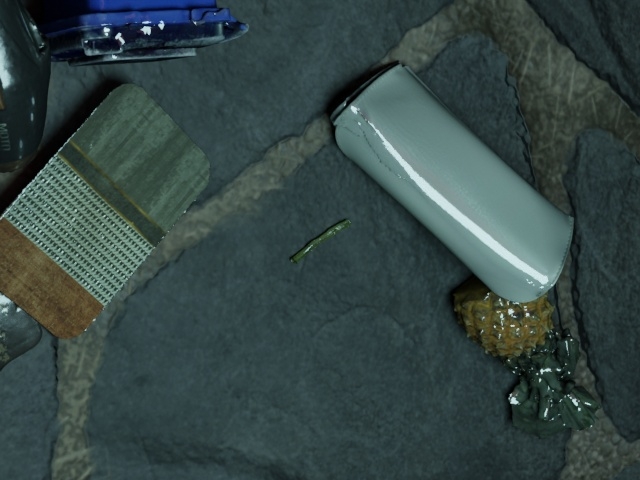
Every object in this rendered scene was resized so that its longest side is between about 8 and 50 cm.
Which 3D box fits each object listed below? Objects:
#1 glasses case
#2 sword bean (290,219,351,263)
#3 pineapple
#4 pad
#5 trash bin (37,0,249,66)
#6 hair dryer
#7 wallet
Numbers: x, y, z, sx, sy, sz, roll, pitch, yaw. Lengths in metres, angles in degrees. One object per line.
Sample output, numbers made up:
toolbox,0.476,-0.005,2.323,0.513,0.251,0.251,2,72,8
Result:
glasses case,0.150,-0.067,1.558,0.308,0.083,0.128,43,57,-5
sword bean,0.000,0.000,1.556,0.083,0.012,0.012,-36,112,-16
pineapple,0.252,0.136,1.650,0.111,0.119,0.237,-41,110,-23
pad,-0.253,-0.065,1.346,0.250,0.055,0.323,-51,149,-10
trash bin,-0.182,-0.291,1.337,0.184,0.162,0.235,-9,97,-33
hair dryer,-0.430,-0.170,1.246,0.359,0.120,0.304,-16,130,-11
wallet,-0.359,0.109,1.389,0.156,0.018,0.082,-32,111,-20
